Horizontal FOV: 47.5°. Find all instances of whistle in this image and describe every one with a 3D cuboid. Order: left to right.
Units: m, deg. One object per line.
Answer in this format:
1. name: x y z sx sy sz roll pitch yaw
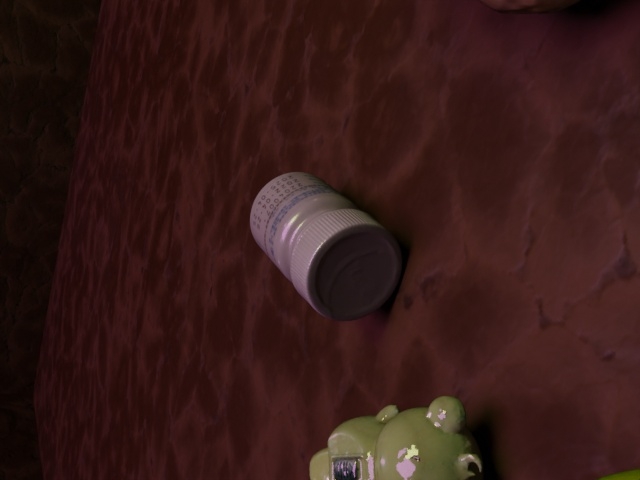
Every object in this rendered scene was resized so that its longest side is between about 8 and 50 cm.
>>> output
1. whistle: 0.056 0.192 0.605 0.227 0.085 0.105 -30 57 55

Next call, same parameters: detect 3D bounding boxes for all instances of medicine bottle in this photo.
1. medicine bottle: 0.000 0.000 0.735 0.168 0.105 0.105 44 122 57

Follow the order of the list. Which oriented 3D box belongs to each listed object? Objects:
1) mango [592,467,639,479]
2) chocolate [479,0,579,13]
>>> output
1. mango: 0.198 0.189 0.266 0.343 0.156 0.192 4 79 66
2. chocolate: 0.187 -0.254 0.420 0.309 0.134 0.134 130 138 -54
